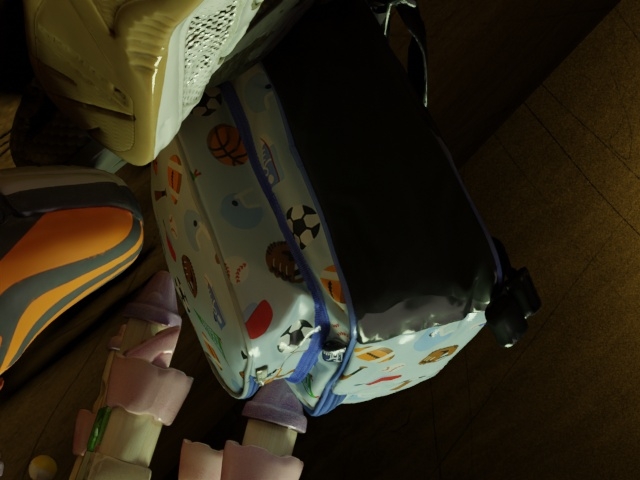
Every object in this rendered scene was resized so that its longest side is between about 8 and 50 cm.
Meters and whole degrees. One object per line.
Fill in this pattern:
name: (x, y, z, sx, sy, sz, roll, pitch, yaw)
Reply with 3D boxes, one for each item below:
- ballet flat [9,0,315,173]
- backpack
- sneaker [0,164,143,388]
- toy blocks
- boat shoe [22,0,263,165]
ballet flat: (-0.074, -0.109, 0.628, 0.250, 0.058, 0.084, -44, 176, -33)
backpack: (0.000, 0.000, 0.792, 0.213, 0.276, 0.263, -15, 157, -6)
sneaker: (-0.187, 0.098, 0.477, 0.321, 0.180, 0.124, -29, 167, -26)
toy blocks: (-0.182, 0.138, 0.994, 0.288, 0.309, 0.260, 152, -45, -72)
boat shoe: (-0.058, -0.129, 0.434, 0.096, 0.098, 0.277, -49, 178, -24)
